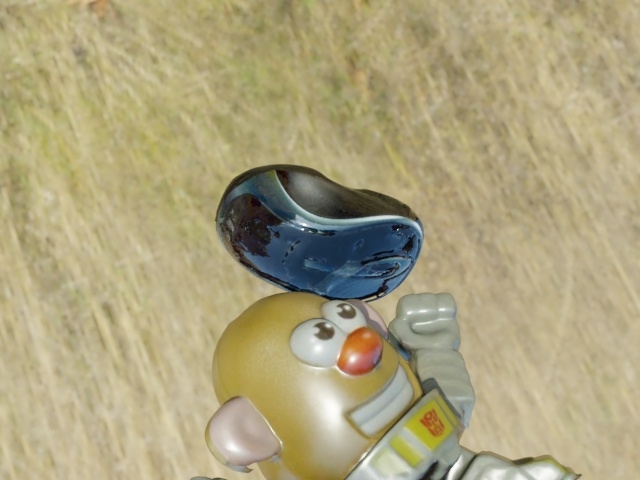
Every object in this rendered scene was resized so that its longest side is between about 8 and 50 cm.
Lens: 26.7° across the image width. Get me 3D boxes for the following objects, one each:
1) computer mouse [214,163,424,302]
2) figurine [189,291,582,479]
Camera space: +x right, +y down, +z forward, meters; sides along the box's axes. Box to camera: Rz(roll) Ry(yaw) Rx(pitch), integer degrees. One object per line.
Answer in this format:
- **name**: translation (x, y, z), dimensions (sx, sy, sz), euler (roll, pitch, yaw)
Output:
- **computer mouse**: translation (0.000, 0.000, 1.472), dimensions (0.233, 0.096, 0.137), euler (11, 131, -9)
- **figurine**: translation (0.037, 0.157, 1.055), dimensions (0.167, 0.285, 0.342), euler (-53, 166, 21)
